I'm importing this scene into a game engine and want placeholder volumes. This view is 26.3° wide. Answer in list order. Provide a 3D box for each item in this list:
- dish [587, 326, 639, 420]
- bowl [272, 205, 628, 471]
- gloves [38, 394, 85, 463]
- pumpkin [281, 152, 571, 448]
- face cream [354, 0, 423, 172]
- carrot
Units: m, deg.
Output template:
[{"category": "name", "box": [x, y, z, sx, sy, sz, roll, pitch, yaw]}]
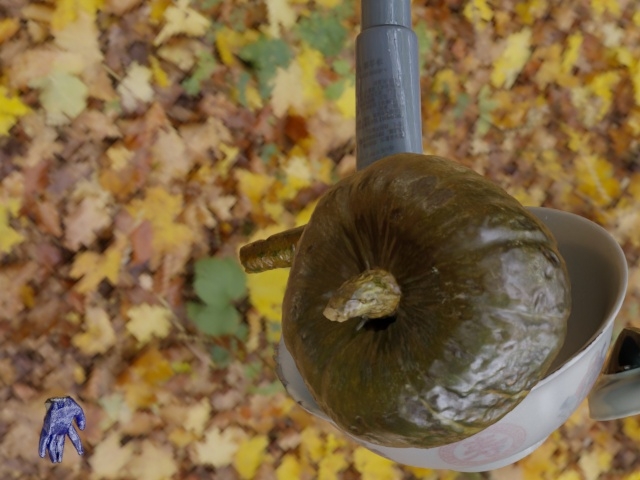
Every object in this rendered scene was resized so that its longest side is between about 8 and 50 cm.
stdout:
[{"category": "dish", "box": [0.330, 0.124, 1.398, 0.141, 0.141, 0.078, -19, 89, -31]}, {"category": "bowl", "box": [0.143, 0.120, 1.330, 0.346, 0.345, 0.157, -33, 121, -19]}, {"category": "gloves", "box": [-0.304, 0.224, 1.622, 0.064, 0.026, 0.086, -2, 103, -44]}, {"category": "pumpkin", "box": [0.060, 0.043, 0.979, 0.162, 0.219, 0.219, 9, 112, -47]}, {"category": "face cream", "box": [0.090, -0.178, 1.835, 0.086, 0.136, 0.385, 13, 69, -39]}, {"category": "carrot", "box": [0.000, 0.000, 1.246, 0.171, 0.042, 0.042, -16, 146, 25]}]
